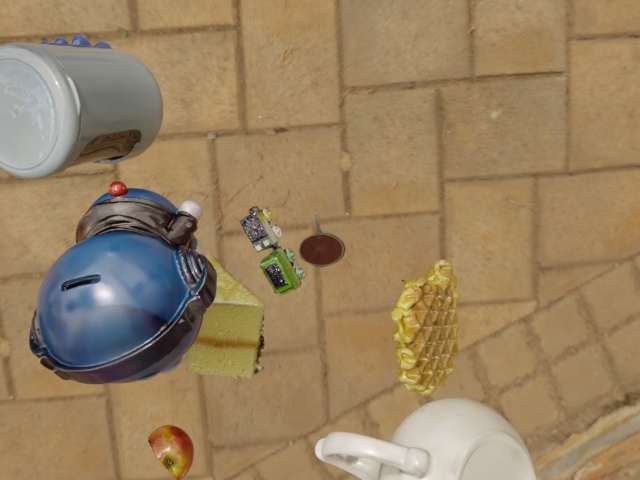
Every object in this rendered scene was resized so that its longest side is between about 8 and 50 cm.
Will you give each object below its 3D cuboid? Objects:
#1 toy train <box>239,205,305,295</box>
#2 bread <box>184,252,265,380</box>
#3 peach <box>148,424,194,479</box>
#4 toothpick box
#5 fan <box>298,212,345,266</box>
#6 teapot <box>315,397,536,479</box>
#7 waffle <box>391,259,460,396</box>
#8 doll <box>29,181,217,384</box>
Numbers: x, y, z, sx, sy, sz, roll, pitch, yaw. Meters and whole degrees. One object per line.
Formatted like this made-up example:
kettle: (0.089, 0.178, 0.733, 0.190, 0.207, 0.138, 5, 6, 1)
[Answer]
toy train: (-0.104, 0.020, 1.516, 0.060, 0.081, 0.202, -27, 94, 26)
bread: (-0.202, 0.161, 1.371, 0.141, 0.178, 0.266, -19, 144, -29)
peach: (-0.248, 0.356, 1.209, 0.061, 0.098, 0.098, -34, 101, -4)
toothpick box: (-0.460, -0.269, 1.367, 0.262, 0.354, 0.263, 5, 104, 22)
fan: (0.000, 0.000, 1.247, 0.085, 0.005, 0.133, -6, 134, 4)
teapot: (0.139, 0.273, 0.780, 0.298, 0.139, 0.204, 37, 62, -22)
waffle: (0.188, 0.145, 1.238, 0.056, 0.253, 0.249, 0, 72, 30)
doll: (-0.287, 0.071, 1.050, 0.284, 0.310, 0.240, -16, 137, 10)
